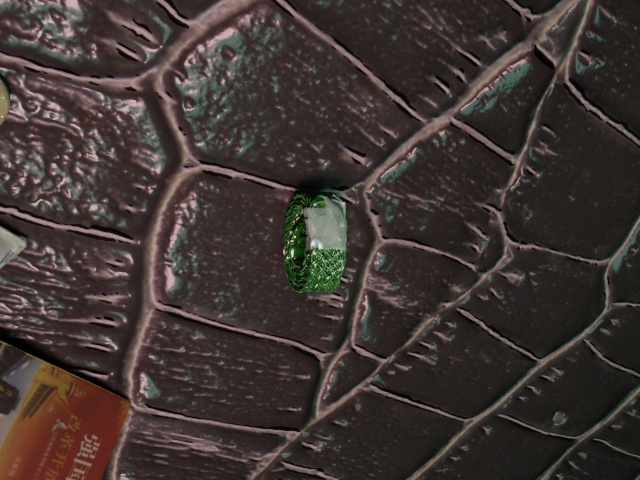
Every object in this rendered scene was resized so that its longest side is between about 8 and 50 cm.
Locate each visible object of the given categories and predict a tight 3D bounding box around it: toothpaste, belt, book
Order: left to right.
[{"bbox_3d":[-0.463,0.069,0.846,0.233,0.038,0.060,-45,135,2],"label":"toothpaste"},{"bbox_3d":[-0.428,0.267,0.869,0.374,0.028,0.263,43,56,-43],"label":"book"},{"bbox_3d":[0.000,0.000,0.976,0.079,0.121,0.151,-3,115,-22],"label":"belt"}]

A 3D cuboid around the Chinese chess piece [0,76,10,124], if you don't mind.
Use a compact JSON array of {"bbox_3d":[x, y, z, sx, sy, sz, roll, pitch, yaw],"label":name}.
[{"bbox_3d":[-0.386,-0.156,0.753,0.084,0.034,0.084,-12,125,-18],"label":"Chinese chess piece"}]
